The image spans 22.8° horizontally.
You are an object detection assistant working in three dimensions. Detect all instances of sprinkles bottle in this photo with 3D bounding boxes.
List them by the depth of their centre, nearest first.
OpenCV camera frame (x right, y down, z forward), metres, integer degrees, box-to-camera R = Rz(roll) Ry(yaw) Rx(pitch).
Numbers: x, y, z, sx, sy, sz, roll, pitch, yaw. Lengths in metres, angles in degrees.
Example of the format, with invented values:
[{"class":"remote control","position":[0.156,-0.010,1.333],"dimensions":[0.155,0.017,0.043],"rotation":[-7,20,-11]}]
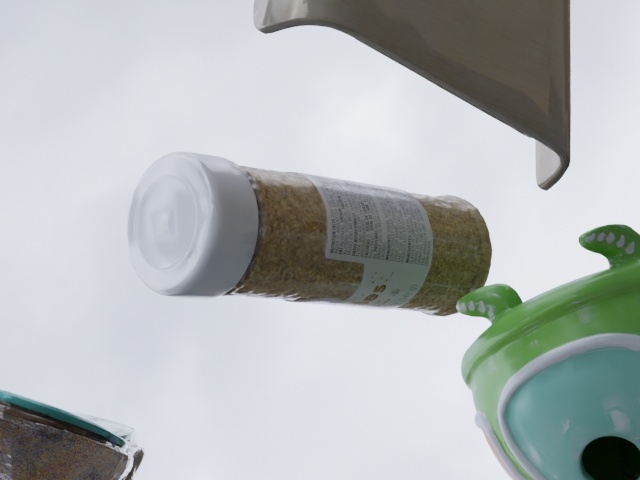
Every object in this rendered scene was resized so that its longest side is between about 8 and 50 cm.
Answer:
[{"class":"sprinkles bottle","position":[0.000,0.000,1.416],"dimensions":[0.355,0.121,0.121],"rotation":[7,-73,-44]}]

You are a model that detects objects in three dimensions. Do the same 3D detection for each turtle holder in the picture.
[{"class":"turtle holder","position":[0.296,0.128,1.416],"dimensions":[0.320,0.227,0.243],"rotation":[-16,-25,0]}]

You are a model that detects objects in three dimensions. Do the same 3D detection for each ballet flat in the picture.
[{"class":"ballet flat","position":[-0.185,0.172,1.122],"dimensions":[0.316,0.107,0.106],"rotation":[60,-133,-78]}]

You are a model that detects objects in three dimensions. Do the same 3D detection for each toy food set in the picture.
[{"class":"toy food set","position":[0.081,-0.192,1.235],"dimensions":[0.306,0.092,0.220],"rotation":[24,-123,-33]}]
